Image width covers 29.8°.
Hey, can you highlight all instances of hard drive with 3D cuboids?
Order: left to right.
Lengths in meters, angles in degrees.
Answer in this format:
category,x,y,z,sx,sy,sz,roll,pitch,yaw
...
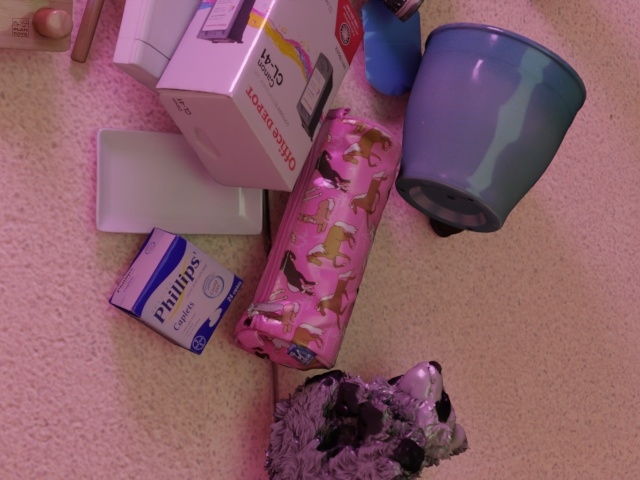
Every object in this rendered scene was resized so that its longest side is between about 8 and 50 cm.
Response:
category,x,y,z,sx,sy,sz,roll,pitch,yaw
hard drive,-0.180,-0.374,1.661,0.233,0.047,0.353,30,69,-67

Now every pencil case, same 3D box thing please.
category,x,y,z,sx,sy,sz,roll,pitch,yaw
pencil case,0.000,0.000,1.794,0.160,0.167,0.386,18,76,4

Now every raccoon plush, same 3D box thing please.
category,x,y,z,sx,sy,sz,roll,pitch,yaw
raccoon plush,0.024,0.354,1.839,0.446,0.216,0.299,-41,157,13

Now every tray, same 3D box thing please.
category,x,y,z,sx,sy,sz,roll,pitch,yaw
tray,-0.202,-0.081,1.723,0.270,0.030,0.145,1,90,-36

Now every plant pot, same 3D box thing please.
category,x,y,z,sx,sy,sz,roll,pitch,yaw
plant pot,0.248,-0.160,1.895,0.271,0.271,0.255,33,73,-31

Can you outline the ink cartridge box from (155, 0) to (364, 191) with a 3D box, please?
category,x,y,z,sx,sy,sz,roll,pitch,yaw
ink cartridge box,-0.075,-0.254,1.688,0.226,0.131,0.306,57,47,-50

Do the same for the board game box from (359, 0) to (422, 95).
category,x,y,z,sx,sy,sz,roll,pitch,yaw
board game box,0.107,-0.317,1.946,0.133,0.033,0.169,-8,97,-42

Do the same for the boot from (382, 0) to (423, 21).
category,x,y,z,sx,sy,sz,roll,pitch,yaw
boot,0.101,-0.475,1.904,0.178,0.085,0.236,29,54,-16

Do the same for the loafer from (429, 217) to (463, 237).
category,x,y,z,sx,sy,sz,roll,pitch,yaw
loafer,0.277,-0.085,2.037,0.220,0.078,0.080,-50,117,-24

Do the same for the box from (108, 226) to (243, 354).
category,x,y,z,sx,sy,sz,roll,pitch,yaw
box,-0.200,0.071,1.681,0.137,0.072,0.126,37,78,-35

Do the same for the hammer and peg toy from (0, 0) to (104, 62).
category,x,y,z,sx,sy,sz,roll,pitch,yaw
hammer and peg toy,-0.378,-0.360,1.509,0.361,0.127,0.266,-1,102,-34
